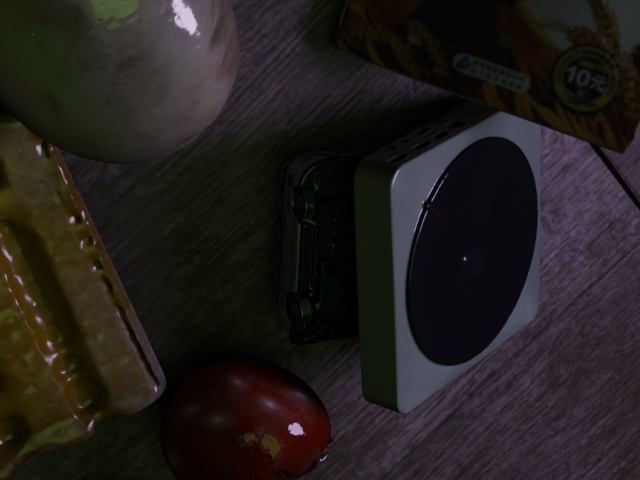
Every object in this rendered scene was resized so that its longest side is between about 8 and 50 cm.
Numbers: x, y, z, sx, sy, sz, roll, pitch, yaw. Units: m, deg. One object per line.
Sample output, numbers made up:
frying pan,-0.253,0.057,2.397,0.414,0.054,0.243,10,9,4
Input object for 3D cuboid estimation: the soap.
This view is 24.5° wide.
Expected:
soap,-0.331,0.049,1.295,0.293,0.156,0.335,-29,120,-11

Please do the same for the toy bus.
toy bus,0.000,0.000,1.438,0.087,0.089,0.194,-8,115,-24

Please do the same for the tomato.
tomato,-0.079,0.187,1.462,0.167,0.167,0.167,-8,115,-18

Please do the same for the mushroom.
mushroom,-0.163,-0.190,1.109,0.356,0.315,0.315,12,108,-31

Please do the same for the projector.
projector,0.125,0.004,1.449,0.257,0.079,0.259,-30,126,-44

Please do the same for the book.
book,0.209,-0.324,1.311,0.300,0.039,0.428,21,107,12
